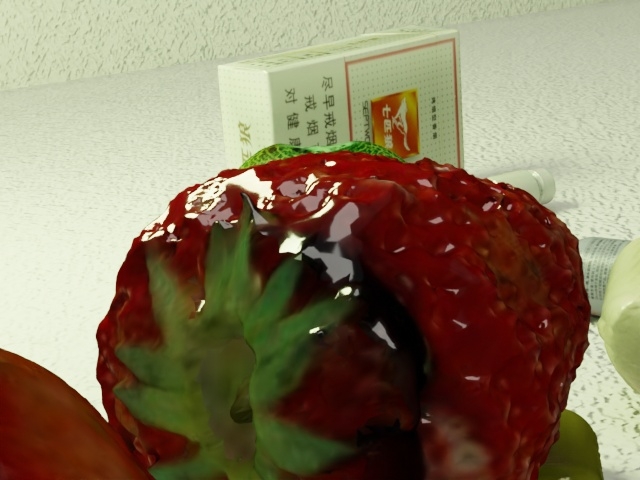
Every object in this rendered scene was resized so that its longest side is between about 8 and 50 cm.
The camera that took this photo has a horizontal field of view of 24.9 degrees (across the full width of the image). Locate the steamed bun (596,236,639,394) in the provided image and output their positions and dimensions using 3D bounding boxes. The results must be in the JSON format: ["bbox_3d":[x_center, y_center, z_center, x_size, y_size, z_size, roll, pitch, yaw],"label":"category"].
[{"bbox_3d":[0.337,0.066,1.092,0.238,0.153,0.170,-15,16,21],"label":"steamed bun"}]

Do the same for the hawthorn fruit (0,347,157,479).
[{"bbox_3d":[-0.156,0.166,0.545,0.265,0.307,0.265,-11,16,3],"label":"hawthorn fruit"}]

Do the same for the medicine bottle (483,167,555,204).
[{"bbox_3d":[0.232,-0.057,1.720,0.089,0.052,0.052,-15,19,-33],"label":"medicine bottle"}]

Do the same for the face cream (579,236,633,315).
[{"bbox_3d":[0.300,0.038,1.317,0.229,0.075,0.075,8,19,34],"label":"face cream"}]

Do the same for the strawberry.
[{"bbox_3d":[0.029,0.080,0.909,0.291,0.292,0.310,9,-2,40],"label":"strawberry"}]

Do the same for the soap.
[{"bbox_3d":[0.147,0.154,0.987,0.088,0.045,0.140,0,17,7],"label":"soap"}]

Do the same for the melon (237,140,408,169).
[{"bbox_3d":[0.000,0.000,1.359,0.265,0.169,0.129,-4,17,7],"label":"melon"}]

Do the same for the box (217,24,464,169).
[{"bbox_3d":[0.035,-0.131,1.749,0.330,0.210,0.095,-18,22,-40],"label":"box"}]
